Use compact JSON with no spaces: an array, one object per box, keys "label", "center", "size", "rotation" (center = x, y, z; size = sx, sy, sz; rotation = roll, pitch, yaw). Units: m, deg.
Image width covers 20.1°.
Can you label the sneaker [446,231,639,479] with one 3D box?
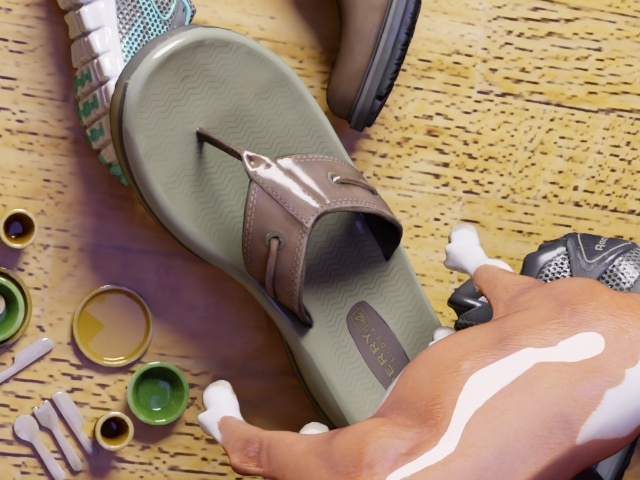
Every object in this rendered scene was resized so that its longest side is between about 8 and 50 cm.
[{"label":"sneaker","center":[0.132,0.097,1.094],"size":[0.130,0.087,0.227],"rotation":[20,111,17]}]

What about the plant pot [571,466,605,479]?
[{"label":"plant pot","center":[0.074,0.222,0.985],"size":[0.230,0.215,0.215],"rotation":[-36,101,-7]}]

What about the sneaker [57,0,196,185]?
[{"label":"sneaker","center":[-0.103,-0.114,1.026],"size":[0.076,0.065,0.166],"rotation":[-13,98,-25]}]

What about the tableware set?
[{"label":"tableware set","center":[-0.146,0.054,1.030],"size":[0.104,0.024,0.154],"rotation":[-33,99,-15]}]

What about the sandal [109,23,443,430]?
[{"label":"sandal","center":[0.002,0.000,1.024],"size":[0.120,0.086,0.303],"rotation":[-46,112,-21]}]

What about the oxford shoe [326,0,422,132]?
[{"label":"oxford shoe","center":[0.019,-0.178,1.065],"size":[0.096,0.083,0.227],"rotation":[6,88,1]}]

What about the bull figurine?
[{"label":"bull figurine","center":[0.092,0.081,0.949],"size":[0.310,0.188,0.101],"rotation":[-27,120,-28]}]
